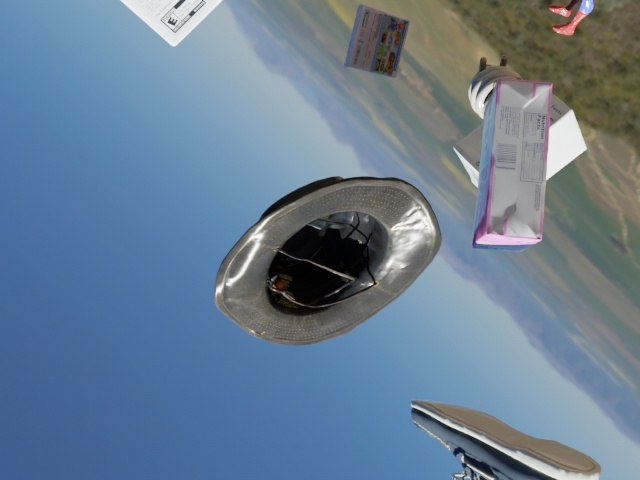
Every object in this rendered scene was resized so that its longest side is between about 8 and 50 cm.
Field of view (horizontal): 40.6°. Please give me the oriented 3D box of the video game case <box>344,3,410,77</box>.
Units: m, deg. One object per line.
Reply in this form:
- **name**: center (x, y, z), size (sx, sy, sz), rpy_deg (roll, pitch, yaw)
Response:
- **video game case**: center (0.082, -0.282, 1.233), size (0.011, 0.087, 0.122), rpy_deg (22, -166, 35)

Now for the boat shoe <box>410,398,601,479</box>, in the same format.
- **boat shoe**: center (0.198, 0.247, 0.985), size (0.254, 0.079, 0.095), rpy_deg (16, -172, 43)

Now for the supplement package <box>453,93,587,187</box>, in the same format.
- **supplement package**: center (0.334, -0.156, 1.445), size (0.105, 0.179, 0.105), rpy_deg (51, -177, -45)

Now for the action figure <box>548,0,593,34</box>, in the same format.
- **action figure**: center (0.499, -0.521, 1.629), size (0.139, 0.280, 0.091), rpy_deg (11, -124, -19)

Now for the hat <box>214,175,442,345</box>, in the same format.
- **hat**: center (0.000, 0.000, 1.226), size (0.331, 0.331, 0.134), rpy_deg (40, -157, -44)

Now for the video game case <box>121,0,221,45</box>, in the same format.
- **video game case**: center (-0.255, -0.549, 1.506), size (0.300, 0.329, 0.036), rpy_deg (40, -158, -30)

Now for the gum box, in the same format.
- **gum box**: center (0.218, -0.087, 0.990), size (0.062, 0.188, 0.107), rpy_deg (6, 173, 3)

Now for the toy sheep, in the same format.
- **toy sheep**: center (0.262, -0.215, 1.272), size (0.091, 0.091, 0.132), rpy_deg (41, -153, -39)
